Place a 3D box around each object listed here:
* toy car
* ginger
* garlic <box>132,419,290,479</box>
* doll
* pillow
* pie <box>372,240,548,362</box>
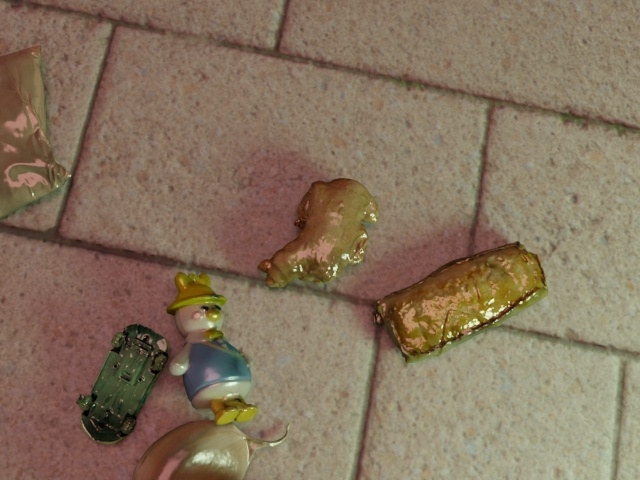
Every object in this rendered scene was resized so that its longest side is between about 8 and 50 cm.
[{"bbox_3d":[-0.292,0.213,1.388,0.093,0.058,0.186,27,91,5],"label":"toy car"},{"bbox_3d":[0.005,0.001,1.474,0.137,0.074,0.213,27,68,13],"label":"ginger"},{"bbox_3d":[-0.173,0.324,1.352,0.266,0.148,0.128,-46,45,-12],"label":"garlic"},{"bbox_3d":[-0.167,0.159,1.390,0.135,0.099,0.241,-12,70,-17],"label":"doll"},{"bbox_3d":[-0.498,-0.170,1.484,0.173,0.067,0.270,-17,75,-4],"label":"pillow"},{"bbox_3d":[0.222,0.093,1.471,0.282,0.068,0.128,-24,76,-8],"label":"pie"}]
